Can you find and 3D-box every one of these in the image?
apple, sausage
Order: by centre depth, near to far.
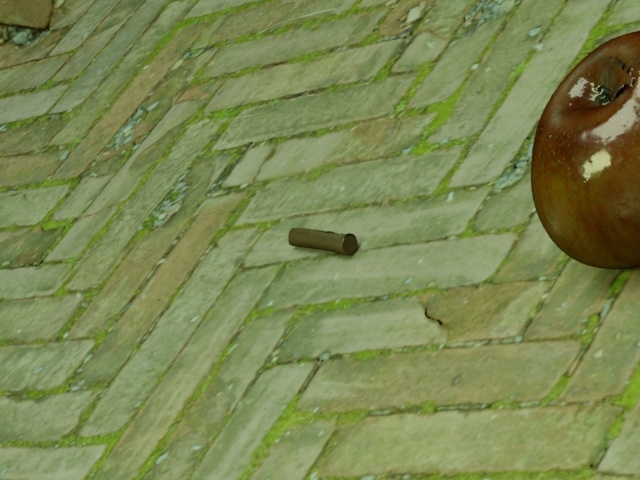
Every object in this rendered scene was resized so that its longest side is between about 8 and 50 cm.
[{"bbox_3d":[0.295,-0.089,1.810,0.210,0.173,0.235,1,47,51],"label":"apple"},{"bbox_3d":[0.000,0.000,2.183,0.026,0.026,0.116,-49,28,-21],"label":"sausage"}]
